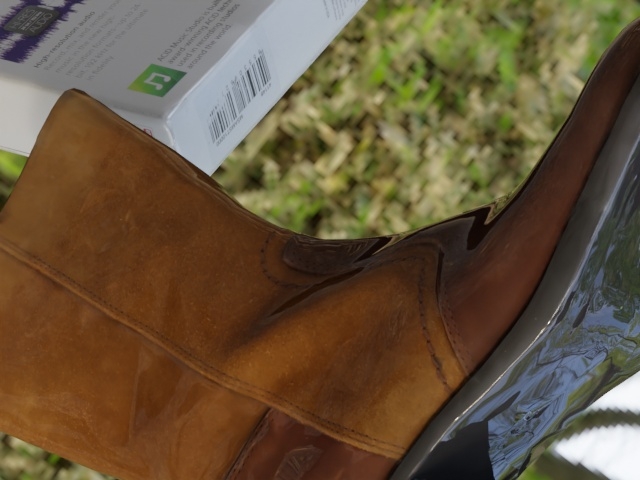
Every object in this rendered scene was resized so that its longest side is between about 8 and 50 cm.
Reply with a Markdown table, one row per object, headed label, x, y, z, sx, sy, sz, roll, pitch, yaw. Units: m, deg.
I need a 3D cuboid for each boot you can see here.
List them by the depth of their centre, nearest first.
| label | x | y | z | sx | sy | sz | roll | pitch | yaw |
| --- | --- | --- | --- | --- | --- | --- | --- | --- | --- |
| boot | 0.000 | 0.000 | 0.693 | 0.096 | 0.280 | 0.264 | 16 | 98 | -51 |

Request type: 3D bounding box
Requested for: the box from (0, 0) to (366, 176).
| label | x | y | z | sx | sy | sz | roll | pitch | yaw |
| --- | --- | --- | --- | --- | --- | --- | --- | --- | --- |
| box | -0.142 | -0.143 | 0.982 | 0.232 | 0.322 | 0.058 | -50 | 144 | -36 |
